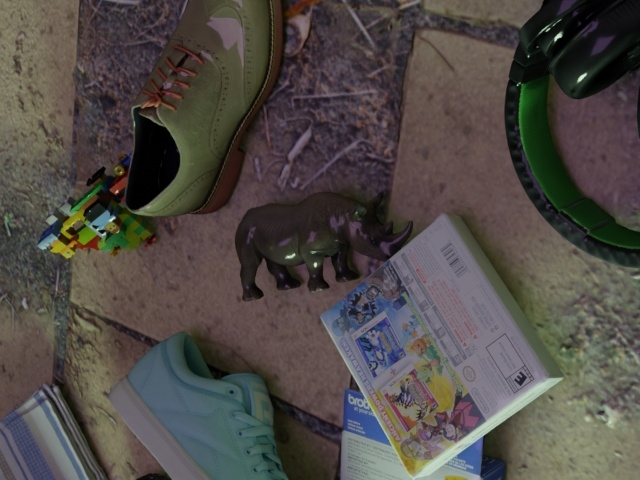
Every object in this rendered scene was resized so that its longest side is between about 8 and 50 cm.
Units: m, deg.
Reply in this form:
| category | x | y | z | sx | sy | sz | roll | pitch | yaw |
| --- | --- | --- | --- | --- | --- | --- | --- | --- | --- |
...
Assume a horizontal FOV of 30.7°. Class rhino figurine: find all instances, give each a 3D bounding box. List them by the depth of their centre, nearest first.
| category | x | y | z | sx | sy | sz | roll | pitch | yaw |
| --- | --- | --- | --- | --- | --- | --- | --- | --- | --- |
| rhino figurine | 0.000 | 0.000 | 1.292 | 0.243 | 0.073 | 0.106 | -10 | 97 | 38 |

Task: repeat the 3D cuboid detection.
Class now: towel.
| category | x | y | z | sx | sy | sz | roll | pitch | yaw |
| --- | --- | --- | --- | --- | --- | --- | --- | --- | --- |
| towel | -0.423 | 0.352 | 1.742 | 0.285 | 0.034 | 0.209 | -36 | 80 | 40 |

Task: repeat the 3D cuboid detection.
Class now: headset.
| category | x | y | z | sx | sy | sz | roll | pitch | yaw |
| --- | --- | --- | --- | --- | --- | --- | --- | --- | --- |
| headset | 0.306 | -0.161 | 0.996 | 0.243 | 0.185 | 0.394 | 43 | 139 | 28 |

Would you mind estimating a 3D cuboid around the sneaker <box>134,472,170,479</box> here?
| category | x | y | z | sx | sy | sz | roll | pitch | yaw |
| --- | --- | --- | --- | --- | --- | --- | --- | --- | --- |
| sneaker | -0.175 | 0.446 | 1.500 | 0.343 | 0.134 | 0.146 | 49 | 170 | 37 |

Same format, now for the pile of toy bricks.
| category | x | y | z | sx | sy | sz | roll | pitch | yaw |
| --- | --- | --- | --- | --- | --- | --- | --- | --- | --- |
| pile of toy bricks | -0.259 | -0.026 | 1.490 | 0.212 | 0.118 | 0.105 | -35 | 117 | 28 |

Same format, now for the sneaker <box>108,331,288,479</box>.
| category | x | y | z | sx | sy | sz | roll | pitch | yaw |
| --- | --- | --- | --- | --- | --- | --- | --- | --- | --- |
| sneaker | -0.103 | 0.236 | 1.382 | 0.366 | 0.135 | 0.150 | 39 | 90 | 29 |

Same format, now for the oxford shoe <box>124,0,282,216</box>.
| category | x | y | z | sx | sy | sz | roll | pitch | yaw |
| --- | --- | --- | --- | --- | --- | --- | --- | --- | --- |
| oxford shoe | -0.138 | -0.175 | 1.322 | 0.123 | 0.130 | 0.348 | 29 | 117 | 30 |

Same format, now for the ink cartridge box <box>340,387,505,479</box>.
| category | x | y | z | sx | sy | sz | roll | pitch | yaw |
| --- | --- | --- | --- | --- | --- | --- | --- | --- | --- |
| ink cartridge box | 0.107 | 0.322 | 1.290 | 0.186 | 0.065 | 0.311 | 12 | 110 | 36 |

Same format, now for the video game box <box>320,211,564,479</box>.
| category | x | y | z | sx | sy | sz | roll | pitch | yaw |
| --- | --- | --- | --- | --- | --- | --- | --- | --- | --- |
| video game box | 0.119 | 0.108 | 1.195 | 0.187 | 0.048 | 0.205 | -40 | 64 | 22 |
